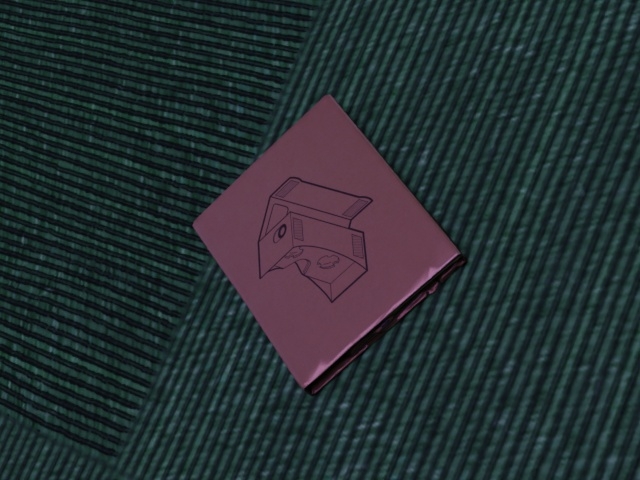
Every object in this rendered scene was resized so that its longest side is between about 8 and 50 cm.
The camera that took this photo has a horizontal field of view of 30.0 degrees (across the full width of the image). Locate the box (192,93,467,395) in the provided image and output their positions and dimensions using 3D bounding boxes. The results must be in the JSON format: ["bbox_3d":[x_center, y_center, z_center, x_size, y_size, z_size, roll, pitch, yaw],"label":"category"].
[{"bbox_3d":[0.000,0.000,0.965,0.164,0.021,0.201,-42,56,8],"label":"box"}]
